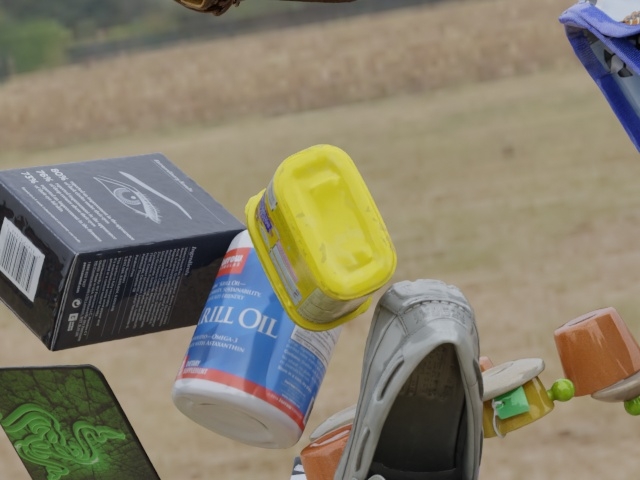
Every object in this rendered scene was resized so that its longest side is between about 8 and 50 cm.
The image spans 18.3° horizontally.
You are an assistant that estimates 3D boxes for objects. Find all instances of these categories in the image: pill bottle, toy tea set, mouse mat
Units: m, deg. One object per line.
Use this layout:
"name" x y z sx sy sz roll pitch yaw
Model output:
"pill bottle" -0.041 0.064 1.778 0.124 0.221 0.124 17 -23 7
"toy tea set" 0.135 0.177 1.715 0.336 0.124 0.200 -23 3 19
"mouse mat" -0.228 0.176 1.797 0.190 0.152 0.007 -5 29 45

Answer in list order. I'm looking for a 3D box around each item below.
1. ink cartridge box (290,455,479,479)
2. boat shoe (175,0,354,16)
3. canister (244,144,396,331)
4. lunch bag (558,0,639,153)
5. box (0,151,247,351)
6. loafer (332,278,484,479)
"ink cartridge box" 0.066 0.272 2.147 0.207 0.046 0.097 -9 43 20
"boat shoe" -0.053 -0.138 0.981 0.178 0.060 0.064 8 -29 -23
"canister" 0.000 0.000 1.537 0.073 0.126 0.170 -24 -5 -11
"lunch bag" 0.423 -0.146 1.630 0.328 0.239 0.385 -29 52 -4
"box" -0.196 0.007 1.839 0.207 0.108 0.153 -7 36 -41
"loafer" 0.068 0.188 1.550 0.112 0.319 0.111 0 24 -8
